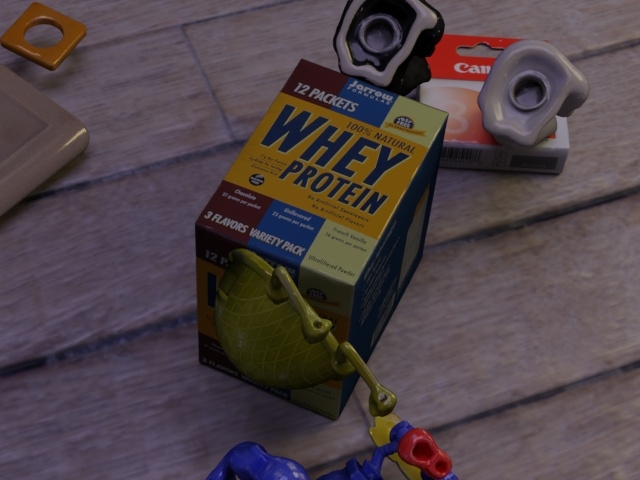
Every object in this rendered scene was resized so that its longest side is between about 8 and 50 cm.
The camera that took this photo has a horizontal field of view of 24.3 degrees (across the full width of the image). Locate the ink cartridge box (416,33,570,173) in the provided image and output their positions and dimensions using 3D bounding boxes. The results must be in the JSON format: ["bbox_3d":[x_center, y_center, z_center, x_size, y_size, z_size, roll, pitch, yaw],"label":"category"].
[{"bbox_3d":[0.167,-0.148,1.464,0.146,0.045,0.179,3,56,-2],"label":"ink cartridge box"}]

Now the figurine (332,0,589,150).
[{"bbox_3d":[0.124,-0.142,1.323,0.215,0.209,0.092,23,90,5],"label":"figurine"}]

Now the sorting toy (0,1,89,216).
[{"bbox_3d":[-0.343,-0.094,1.390,0.196,0.047,0.348,38,60,17],"label":"sorting toy"}]

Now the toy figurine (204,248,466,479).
[{"bbox_3d":[-0.010,0.208,1.076,0.217,0.191,0.362,-42,100,-5],"label":"toy figurine"}]

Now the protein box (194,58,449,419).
[{"bbox_3d":[0.000,0.000,1.242,0.136,0.201,0.199,21,55,12],"label":"protein box"}]
